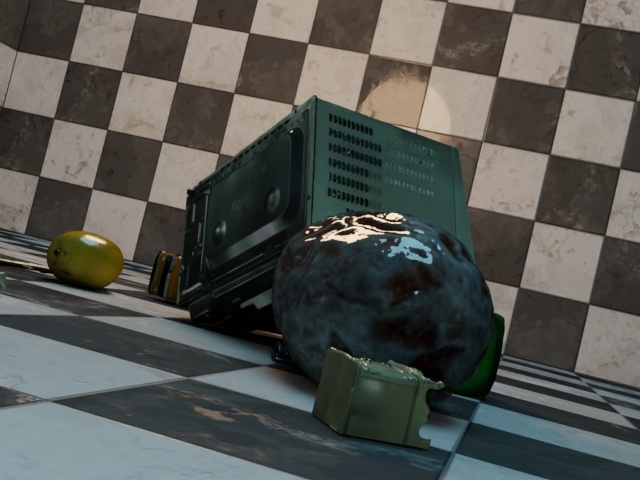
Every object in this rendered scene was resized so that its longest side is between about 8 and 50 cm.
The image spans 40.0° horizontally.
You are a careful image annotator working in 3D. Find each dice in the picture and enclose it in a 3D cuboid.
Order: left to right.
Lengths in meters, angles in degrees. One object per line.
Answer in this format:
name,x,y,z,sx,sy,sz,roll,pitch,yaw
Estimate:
dice,0.206,0.162,1.336,0.128,0.131,0.120,12,-5,8

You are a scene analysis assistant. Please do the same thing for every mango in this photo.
mango,-0.424,0.040,1.610,0.137,0.098,0.195,11,-10,4

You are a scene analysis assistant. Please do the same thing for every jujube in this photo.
jujube,0.070,0.071,1.013,0.246,0.215,0.308,18,0,-26

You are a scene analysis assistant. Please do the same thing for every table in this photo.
table,0.049,0.134,0.751,0.083,0.062,0.079,15,-2,-18

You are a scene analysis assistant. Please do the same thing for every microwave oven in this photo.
microwave oven,0.000,0.000,1.387,0.333,0.247,0.394,14,-25,-31

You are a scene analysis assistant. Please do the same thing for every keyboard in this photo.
keyboard,0.048,0.172,1.168,0.231,0.023,0.072,14,0,-5

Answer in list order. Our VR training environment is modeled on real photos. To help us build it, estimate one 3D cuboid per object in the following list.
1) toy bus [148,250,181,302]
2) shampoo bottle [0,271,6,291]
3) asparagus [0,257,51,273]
toy bus,-0.232,0.091,1.764,0.201,0.098,0.114,17,-4,-29
shampoo bottle,-0.486,0.024,1.146,0.195,0.056,0.056,12,-3,24
asparagus,-0.529,0.053,1.674,0.233,0.022,0.023,13,-45,-38
